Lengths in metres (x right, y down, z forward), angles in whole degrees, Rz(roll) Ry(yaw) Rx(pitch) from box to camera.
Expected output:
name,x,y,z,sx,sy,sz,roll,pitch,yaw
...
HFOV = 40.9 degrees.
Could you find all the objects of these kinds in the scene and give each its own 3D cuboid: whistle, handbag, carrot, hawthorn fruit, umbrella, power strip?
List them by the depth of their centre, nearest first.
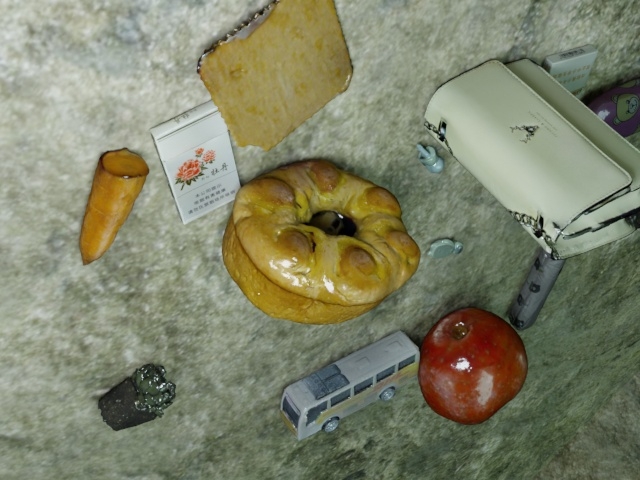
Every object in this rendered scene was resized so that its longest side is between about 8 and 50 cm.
name,x,y,z,sx,sy,sz,roll,pitch,yaw
carrot,-0.313,-0.035,1.241,0.072,0.072,0.205,-2,134,-42
handbag,0.373,-0.149,1.482,0.237,0.358,0.160,-21,144,-25
whistle,0.204,-0.154,1.605,0.035,0.035,0.100,-44,144,8
power strip,0.269,0.013,1.865,0.083,0.035,0.055,-3,133,-22
hawthorn fruit,0.368,0.304,2.079,0.284,0.284,0.284,-24,143,-20
umbrella,0.566,0.098,2.196,0.073,0.067,0.337,-25,144,-39

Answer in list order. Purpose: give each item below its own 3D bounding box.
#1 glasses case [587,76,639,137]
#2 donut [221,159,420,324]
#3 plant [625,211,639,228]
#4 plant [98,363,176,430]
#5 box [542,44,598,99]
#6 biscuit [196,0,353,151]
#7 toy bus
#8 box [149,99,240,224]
name,x,y,z,sx,sy,sz,roll,pitch,yaw
glasses case,0.679,-0.289,1.849,0.316,0.076,0.123,-22,142,-23
donut,0.000,0.000,1.386,0.317,0.299,0.150,15,135,-18
plant,0.656,-0.093,1.987,0.275,0.146,0.149,8,81,-45
plant,-0.330,0.290,1.572,0.143,0.094,0.092,-31,134,-3
box,0.468,-0.278,1.709,0.122,0.032,0.220,-20,140,-26
biscuit,-0.055,-0.247,1.257,0.232,0.013,0.237,-40,145,-11
toy bus,0.073,0.334,1.982,0.343,0.097,0.138,-23,140,-23
box,-0.184,-0.114,1.299,0.109,0.029,0.198,-29,145,-15
